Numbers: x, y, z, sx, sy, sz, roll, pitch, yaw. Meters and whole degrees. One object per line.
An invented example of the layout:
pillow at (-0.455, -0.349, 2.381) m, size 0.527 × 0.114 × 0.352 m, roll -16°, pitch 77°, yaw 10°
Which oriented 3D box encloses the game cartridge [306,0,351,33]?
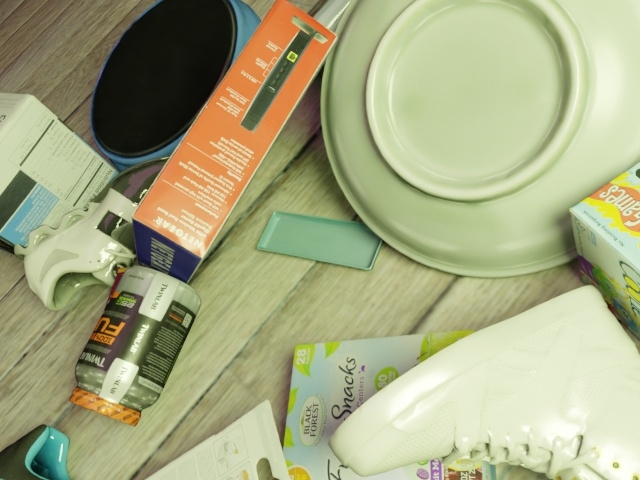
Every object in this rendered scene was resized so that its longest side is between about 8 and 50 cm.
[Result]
game cartridge at (0.020, -0.354, 0.886) m, size 0.196 × 0.060 × 0.294 m, roll -48°, pitch 17°, yaw 11°

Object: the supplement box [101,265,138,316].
supplement box at (-0.285, 0.089, 0.862) m, size 0.043 × 0.055 × 0.083 m, roll -7°, pitch 57°, yaw 26°

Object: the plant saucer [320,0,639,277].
plant saucer at (0.161, -0.151, 0.594) m, size 0.400 × 0.100 × 0.401 m, roll 4°, pitch 99°, yaw 28°

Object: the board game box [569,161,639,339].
board game box at (0.385, -0.027, 0.496) m, size 0.275 × 0.144 × 0.142 m, roll -35°, pitch 48°, yaw 4°

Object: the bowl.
bowl at (-0.274, -0.296, 1.051) m, size 0.391 × 0.077 × 0.391 m, roll -12°, pitch 64°, yaw 28°

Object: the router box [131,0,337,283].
router box at (-0.126, -0.099, 0.745) m, size 0.301 × 0.082 × 0.335 m, roll -61°, pitch 10°, yaw -18°

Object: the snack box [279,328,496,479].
snack box at (0.067, 0.191, 0.582) m, size 0.207 × 0.070 × 0.175 m, roll -11°, pitch 56°, yaw 25°

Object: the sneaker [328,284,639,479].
sneaker at (0.167, 0.158, 0.458) m, size 0.292 × 0.108 × 0.169 m, roll -20°, pitch 62°, yaw -19°

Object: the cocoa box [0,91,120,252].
cocoa box at (-0.602, -0.120, 1.068) m, size 0.347 × 0.228 × 0.231 m, roll 13°, pitch 66°, yaw 35°

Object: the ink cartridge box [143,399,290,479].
ink cartridge box at (-0.107, 0.309, 0.593) m, size 0.232 × 0.066 × 0.189 m, roll -34°, pitch 48°, yaw 12°

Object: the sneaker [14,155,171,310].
sneaker at (-0.323, -0.004, 0.921) m, size 0.330 × 0.122 × 0.146 m, roll -34°, pitch 67°, yaw 4°

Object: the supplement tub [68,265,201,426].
supplement tub at (-0.248, 0.141, 0.764) m, size 0.117 × 0.117 × 0.190 m, roll 5°, pitch 62°, yaw 32°

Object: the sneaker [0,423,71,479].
sneaker at (-0.327, 0.362, 0.658) m, size 0.139 × 0.125 × 0.341 m, roll -42°, pitch 51°, yaw -8°

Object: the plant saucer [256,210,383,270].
plant saucer at (0.000, 0.000, 0.783) m, size 0.192 × 0.018 × 0.067 m, roll 10°, pitch 65°, yaw 33°
